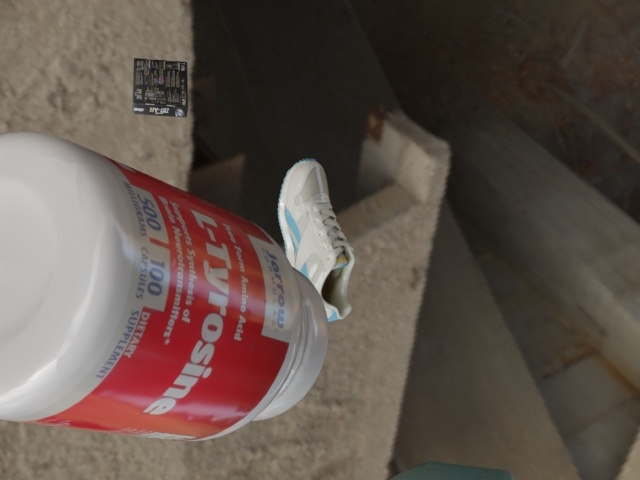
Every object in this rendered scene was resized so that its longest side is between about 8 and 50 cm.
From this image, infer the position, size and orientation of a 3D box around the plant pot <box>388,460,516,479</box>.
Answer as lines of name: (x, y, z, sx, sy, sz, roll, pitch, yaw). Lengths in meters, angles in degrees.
plant pot: (0.179, 0.449, 1.614, 0.252, 0.247, 0.248, -56, 131, -38)

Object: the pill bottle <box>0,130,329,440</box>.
pill bottle: (-0.160, 0.062, 1.066, 0.229, 0.229, 0.408, -49, 151, 10)

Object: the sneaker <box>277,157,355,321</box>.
sneaker: (0.000, 0.000, 1.620, 0.087, 0.092, 0.228, -12, 101, -52)

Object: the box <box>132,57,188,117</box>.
box: (-0.195, -0.187, 1.430, 0.067, 0.083, 0.018, 2, 139, -11)
